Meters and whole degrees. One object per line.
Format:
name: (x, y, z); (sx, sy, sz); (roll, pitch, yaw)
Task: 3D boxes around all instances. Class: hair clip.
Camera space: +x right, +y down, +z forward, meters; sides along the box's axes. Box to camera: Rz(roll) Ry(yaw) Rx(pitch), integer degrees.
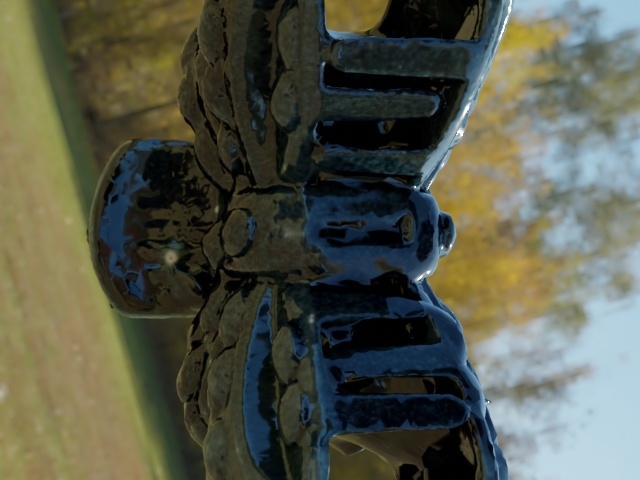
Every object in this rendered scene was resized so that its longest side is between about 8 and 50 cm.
hair clip: (-0.002, -0.003, 0.896); (0.206, 0.194, 0.310); (-179, -90, -72)
